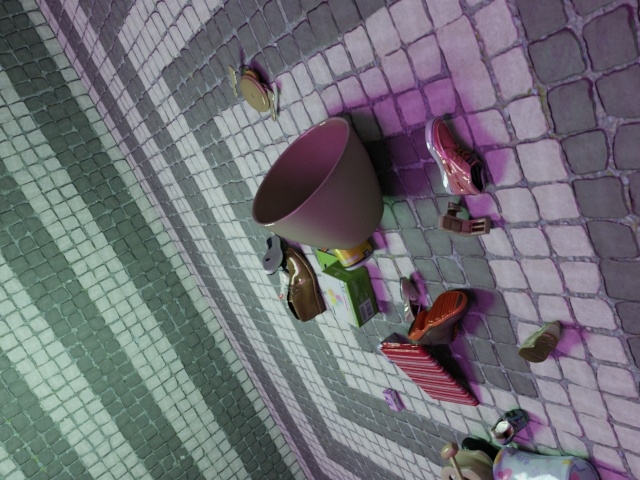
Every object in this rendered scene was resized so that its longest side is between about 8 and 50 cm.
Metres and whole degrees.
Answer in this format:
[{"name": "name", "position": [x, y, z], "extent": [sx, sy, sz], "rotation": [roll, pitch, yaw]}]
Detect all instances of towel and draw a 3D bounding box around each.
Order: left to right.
[{"name": "towel", "position": [0.324, 0.400, 1.491], "extent": [0.275, 0.031, 0.199], "rotation": [45, 154, -16]}]

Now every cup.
[{"name": "cup", "position": [0.024, -0.108, 1.254], "extent": [0.237, 0.331, 0.331], "rotation": [39, 161, -28]}]

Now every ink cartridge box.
[{"name": "ink cartridge box", "position": [0.056, 0.156, 1.656], "extent": [0.255, 0.097, 0.188], "rotation": [19, 134, 48]}]

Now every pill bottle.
[{"name": "pill bottle", "position": [0.069, -0.012, 1.438], "extent": [0.184, 0.103, 0.103], "rotation": [56, 152, -11]}]

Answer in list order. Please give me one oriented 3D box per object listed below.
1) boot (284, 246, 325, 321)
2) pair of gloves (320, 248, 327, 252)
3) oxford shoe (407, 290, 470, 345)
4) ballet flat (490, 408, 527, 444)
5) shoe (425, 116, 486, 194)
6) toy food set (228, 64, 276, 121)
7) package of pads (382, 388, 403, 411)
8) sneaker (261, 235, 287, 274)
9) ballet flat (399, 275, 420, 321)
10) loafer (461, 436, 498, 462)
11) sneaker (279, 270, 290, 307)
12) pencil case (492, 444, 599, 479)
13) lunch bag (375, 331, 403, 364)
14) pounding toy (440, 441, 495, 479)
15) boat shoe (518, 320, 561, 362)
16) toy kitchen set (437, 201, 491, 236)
[{"name": "boot", "position": [-0.083, 0.173, 1.873], "extent": [0.112, 0.115, 0.305], "rotation": [14, 128, 58]}, {"name": "pair of gloves", "position": [0.000, 0.000, 1.671], "extent": [0.083, 0.010, 0.074], "rotation": [52, 151, 13]}, {"name": "oxford shoe", "position": [0.333, 0.213, 1.317], "extent": [0.098, 0.097, 0.271], "rotation": [29, 150, -2]}, {"name": "ballet flat", "position": [0.503, 0.519, 1.366], "extent": [0.070, 0.070, 0.188], "rotation": [40, 145, 28]}, {"name": "shoe", "position": [0.279, -0.171, 1.008], "extent": [0.081, 0.063, 0.178], "rotation": [9, 132, 52]}, {"name": "toy food set", "position": [-0.191, -0.447, 1.486], "extent": [0.192, 0.038, 0.132], "rotation": [37, 154, 22]}, {"name": "package of pads", "position": [0.269, 0.595, 1.847], "extent": [0.050, 0.032, 0.083], "rotation": [-9, 112, 58]}, {"name": "sneaker", "position": [-0.163, 0.086, 1.872], "extent": [0.217, 0.079, 0.121], "rotation": [-90, -16, -55]}, {"name": "ballet flat", "position": [0.259, 0.167, 1.414], "extent": [0.052, 0.057, 0.168], "rotation": [5, 132, 22]}, {"name": "loafer", "position": [0.524, 0.686, 1.497], "extent": [0.223, 0.076, 0.078], "rotation": [29, 134, 34]}, {"name": "sneaker", "position": [-0.140, 0.202, 2.030], "extent": [0.057, 0.075, 0.161], "rotation": [5, 124, 56]}, {"name": "pencil case", "position": [0.583, 0.617, 1.299], "extent": [0.113, 0.124, 0.273], "rotation": [16, 160, -19]}, {"name": "lunch bag", "position": [0.236, 0.352, 1.607], "extent": [0.083, 0.071, 0.053], "rotation": [52, 148, 12]}, {"name": "pounding toy", "position": [0.427, 0.711, 1.431], "extent": [0.269, 0.155, 0.154], "rotation": [46, 138, 7]}, {"name": "boat shoe", "position": [0.495, 0.230, 1.115], "extent": [0.056, 0.048, 0.153], "rotation": [30, 151, 19]}, {"name": "toy kitchen set", "position": [0.313, -0.052, 1.076], "extent": [0.075, 0.083, 0.068], "rotation": [-9, 70, 59]}]
